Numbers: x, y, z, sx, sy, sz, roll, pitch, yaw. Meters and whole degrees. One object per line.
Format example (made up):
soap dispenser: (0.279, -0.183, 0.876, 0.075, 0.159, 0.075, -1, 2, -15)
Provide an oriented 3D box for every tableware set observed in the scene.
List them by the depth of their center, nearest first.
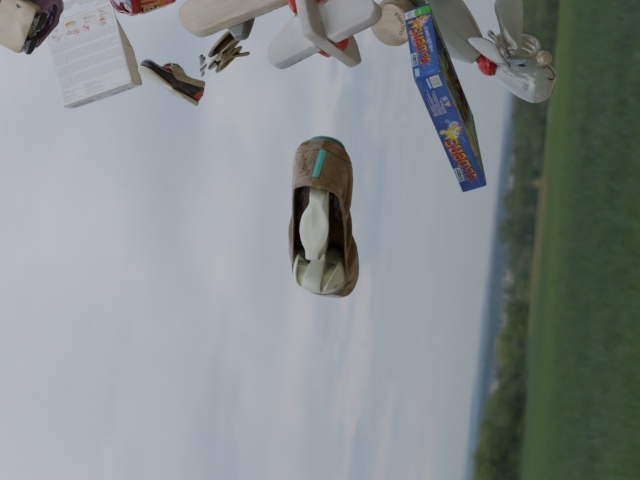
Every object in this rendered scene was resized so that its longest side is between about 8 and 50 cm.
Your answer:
tableware set: (-0.178, -0.366, 2.269, 0.128, 0.039, 0.194, -44, 1, -6)

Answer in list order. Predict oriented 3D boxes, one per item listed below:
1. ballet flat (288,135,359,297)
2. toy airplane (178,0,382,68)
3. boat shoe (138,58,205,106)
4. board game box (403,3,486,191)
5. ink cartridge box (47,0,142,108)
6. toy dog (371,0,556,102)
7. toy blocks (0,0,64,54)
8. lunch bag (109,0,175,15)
ballet flat: (0.000, 0.000, 1.791, 0.342, 0.116, 0.124, 92, -170, -45)
toy airplane: (-0.009, -0.444, 1.792, 0.272, 0.386, 0.384, -16, -51, -65)
boat shoe: (-0.222, -0.245, 1.754, 0.137, 0.049, 0.043, 28, -95, -54)
board game box: (0.157, -0.176, 1.456, 0.136, 0.035, 0.201, -92, -20, -44)
ink cartridge box: (-0.510, -0.424, 2.580, 0.056, 0.181, 0.225, 6, -112, -74)
toy dog: (0.257, -0.376, 1.971, 0.220, 0.333, 0.161, -79, 7, -47)
toy blocks: (-0.372, -0.424, 1.357, 0.288, 0.309, 0.260, -61, -2, 23)
lunch bag: (-0.350, -0.548, 2.050, 0.258, 0.120, 0.293, -143, 34, -68)
